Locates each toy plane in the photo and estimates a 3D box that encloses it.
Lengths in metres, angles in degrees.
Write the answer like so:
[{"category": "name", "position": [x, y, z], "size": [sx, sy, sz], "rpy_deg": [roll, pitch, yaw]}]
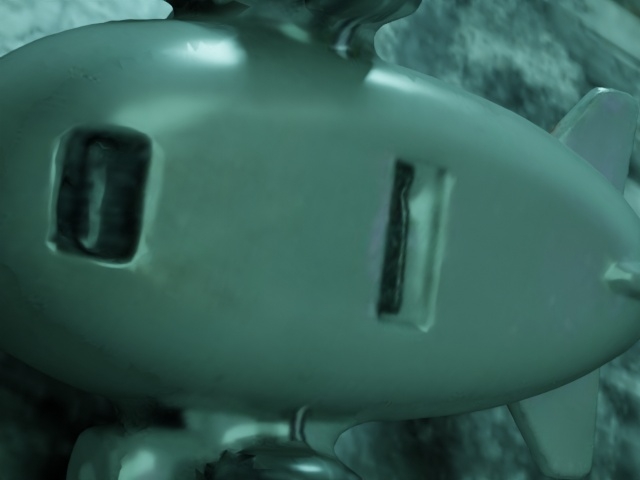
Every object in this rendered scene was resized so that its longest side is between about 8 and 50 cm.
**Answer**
[{"category": "toy plane", "position": [0.002, 0.000, 0.489], "size": [0.252, 0.118, 0.252], "rpy_deg": [-2, 93, -36]}]
